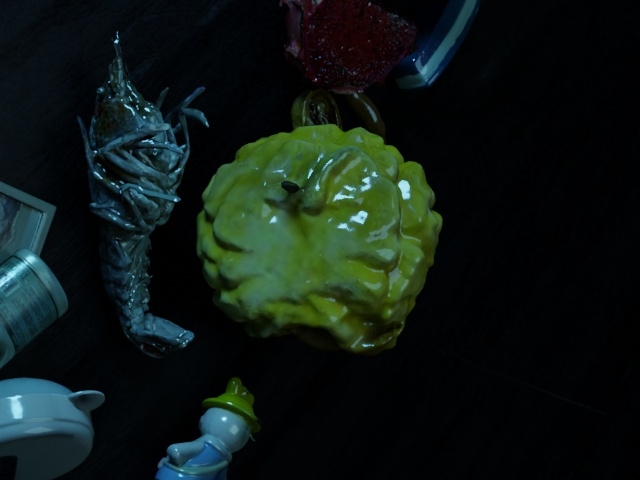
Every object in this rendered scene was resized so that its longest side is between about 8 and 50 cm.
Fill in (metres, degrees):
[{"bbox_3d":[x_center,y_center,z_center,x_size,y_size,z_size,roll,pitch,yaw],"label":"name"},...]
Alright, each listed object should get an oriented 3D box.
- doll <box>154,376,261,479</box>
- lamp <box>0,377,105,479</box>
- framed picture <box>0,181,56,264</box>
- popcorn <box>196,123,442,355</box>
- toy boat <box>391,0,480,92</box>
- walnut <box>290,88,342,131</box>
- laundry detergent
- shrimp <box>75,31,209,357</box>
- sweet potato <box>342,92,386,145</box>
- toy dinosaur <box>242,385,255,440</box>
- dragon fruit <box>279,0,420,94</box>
[{"bbox_3d":[-0.161,0.307,1.538,0.135,0.098,0.241,39,62,-17],"label":"doll"},{"bbox_3d":[-0.379,0.227,1.264,0.246,0.179,0.108,-11,58,-27],"label":"lamp"},{"bbox_3d":[-0.432,0.049,1.280,0.192,0.018,0.266,27,74,-44],"label":"framed picture"},{"bbox_3d":[0.000,0.000,1.558,0.381,0.348,0.349,24,72,-86],"label":"popcorn"},{"bbox_3d":[0.208,-0.383,1.879,0.062,0.096,0.299,45,59,-29],"label":"toy boat"},{"bbox_3d":[-0.013,-0.179,1.685,0.091,0.052,0.121,-32,118,-43],"label":"walnut"},{"bbox_3d":[-0.399,0.111,1.256,0.226,0.070,0.099,-46,127,-35],"label":"laundry detergent"},{"bbox_3d":[-0.228,-0.051,1.402,0.221,0.165,0.411,-53,153,-73],"label":"shrimp"},{"bbox_3d":[0.080,-0.199,1.793,0.044,0.044,0.179,-55,129,-29],"label":"sweet potato"},{"bbox_3d":[-0.116,0.257,1.638,0.083,0.021,0.062,52,45,-35],"label":"toy dinosaur"},{"bbox_3d":[0.025,-0.326,1.654,0.261,0.163,0.189,13,45,-43],"label":"dragon fruit"}]
